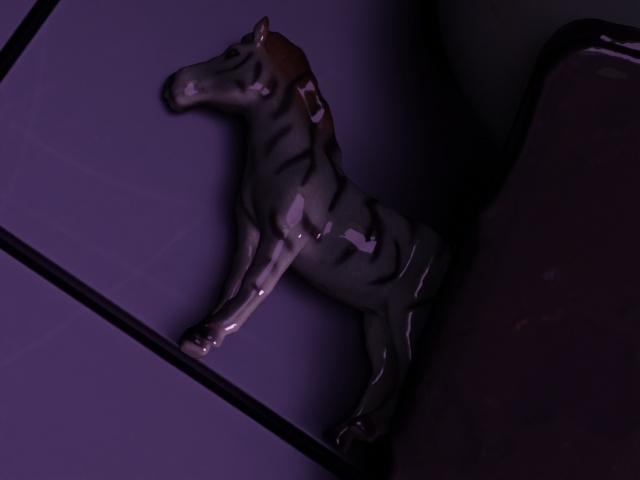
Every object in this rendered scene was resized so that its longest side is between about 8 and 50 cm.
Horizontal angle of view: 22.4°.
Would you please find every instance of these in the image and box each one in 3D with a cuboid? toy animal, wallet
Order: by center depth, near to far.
[{"bbox_3d":[0.149,0.077,0.877,0.197,0.051,0.377,18,110,1],"label":"wallet"},{"bbox_3d":[-0.015,0.009,0.949,0.170,0.090,0.255,-41,99,-18],"label":"toy animal"}]

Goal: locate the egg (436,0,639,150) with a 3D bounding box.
[{"bbox_3d":[0.188,-0.114,0.944,0.203,0.203,0.282,-36,73,-15],"label":"egg"}]
